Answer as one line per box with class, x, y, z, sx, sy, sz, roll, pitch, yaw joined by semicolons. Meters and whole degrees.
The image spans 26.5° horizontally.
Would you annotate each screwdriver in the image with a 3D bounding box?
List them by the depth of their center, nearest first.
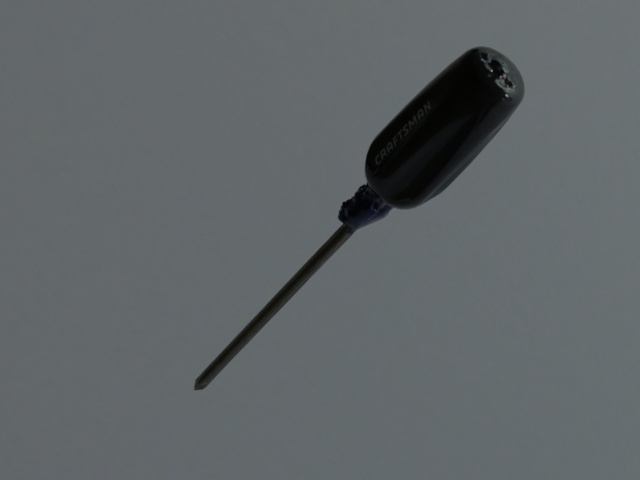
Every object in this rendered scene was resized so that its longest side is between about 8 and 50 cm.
screwdriver;0.000;0.000;0.393;0.170;0.024;0.025;-41;-100;43
